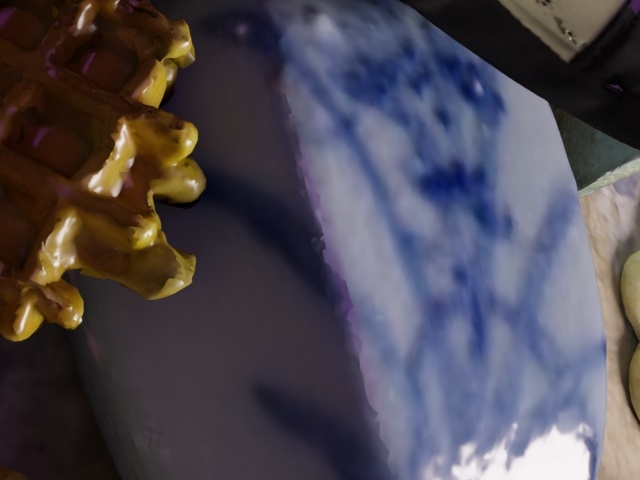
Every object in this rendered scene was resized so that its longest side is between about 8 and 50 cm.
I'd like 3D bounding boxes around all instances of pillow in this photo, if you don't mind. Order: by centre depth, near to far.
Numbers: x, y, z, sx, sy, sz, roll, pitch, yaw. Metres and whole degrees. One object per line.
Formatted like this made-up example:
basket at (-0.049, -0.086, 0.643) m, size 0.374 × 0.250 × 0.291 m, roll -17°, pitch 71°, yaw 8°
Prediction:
pillow at (0.049, -0.152, 0.424) m, size 0.250 × 0.106 × 0.186 m, roll 33°, pitch 41°, yaw -16°

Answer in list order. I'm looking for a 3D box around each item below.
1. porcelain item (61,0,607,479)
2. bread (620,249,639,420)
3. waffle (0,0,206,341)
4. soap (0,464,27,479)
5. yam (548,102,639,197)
porcelain item at (0.000, 0.000, 0.500) m, size 0.242 × 0.178 × 0.405 m, roll -5°, pitch 74°, yaw -44°
bread at (0.303, 0.089, 0.867) m, size 0.182 × 0.039 × 0.251 m, roll 19°, pitch 64°, yaw -39°
waffle at (-0.160, -0.058, 0.383) m, size 0.228 × 0.051 × 0.232 m, roll -14°, pitch 74°, yaw -5°
soap at (-0.162, 0.109, 0.414) m, size 0.168 × 0.033 × 0.089 m, roll 28°, pitch 67°, yaw -35°
yam at (0.230, -0.209, 0.781) m, size 0.241 × 0.241 × 0.348 m, roll -1°, pitch 75°, yaw -44°
